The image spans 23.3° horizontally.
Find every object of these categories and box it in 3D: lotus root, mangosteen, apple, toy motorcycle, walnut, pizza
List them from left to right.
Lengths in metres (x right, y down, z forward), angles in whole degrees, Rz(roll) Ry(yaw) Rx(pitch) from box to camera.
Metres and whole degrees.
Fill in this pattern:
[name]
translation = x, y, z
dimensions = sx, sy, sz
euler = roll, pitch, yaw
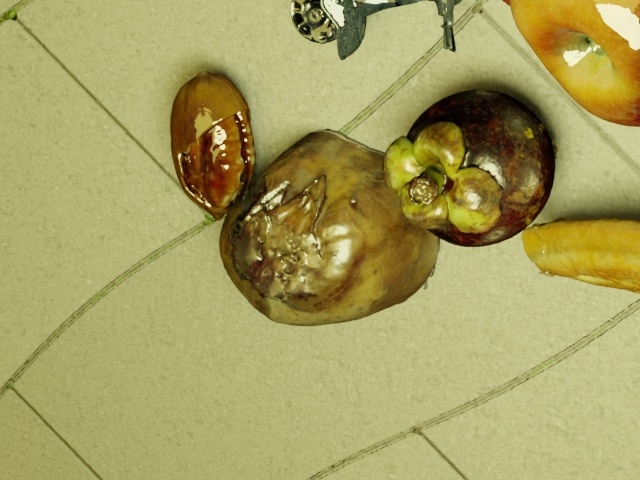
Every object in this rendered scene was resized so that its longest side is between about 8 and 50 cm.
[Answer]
[walnut]
translation = -0.140, -0.120, 2.021
dimensions = 0.116, 0.116, 0.207
euler = 10, 116, 22
[lotus root]
translation = 0.000, 0.000, 1.972
dimensions = 0.272, 0.192, 0.272
euler = 9, 109, 27
[toy motorcycle]
translation = 0.074, -0.376, 1.790
dimensions = 0.213, 0.125, 0.358
euler = 12, 114, 17
[mangosteen]
translation = 0.166, -0.083, 1.818
dimensions = 0.192, 0.217, 0.192
euler = 4, 97, 38
[apple]
translation = 0.302, -0.229, 1.463
dimensions = 0.253, 0.253, 0.253
euler = 10, 116, 22
[pizza]
translation = 0.412, 0.032, 1.784
dimensions = 0.365, 0.182, 0.074
euler = 9, 79, 30

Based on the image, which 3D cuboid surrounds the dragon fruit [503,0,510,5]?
[dragon fruit]
translation = 0.258, -0.311, 1.642
dimensions = 0.224, 0.148, 0.218
euler = 16, 124, -5
